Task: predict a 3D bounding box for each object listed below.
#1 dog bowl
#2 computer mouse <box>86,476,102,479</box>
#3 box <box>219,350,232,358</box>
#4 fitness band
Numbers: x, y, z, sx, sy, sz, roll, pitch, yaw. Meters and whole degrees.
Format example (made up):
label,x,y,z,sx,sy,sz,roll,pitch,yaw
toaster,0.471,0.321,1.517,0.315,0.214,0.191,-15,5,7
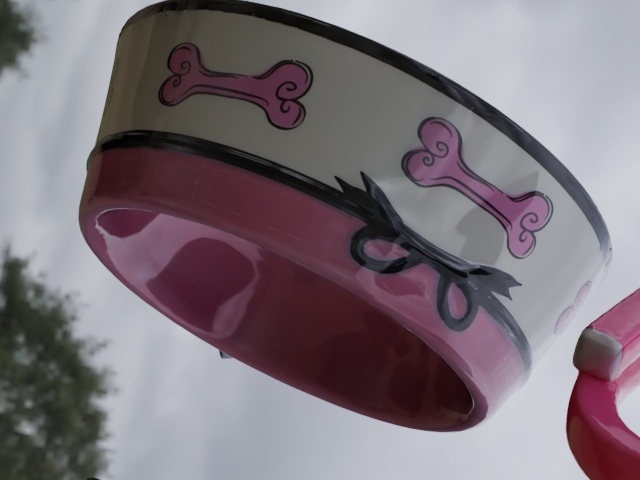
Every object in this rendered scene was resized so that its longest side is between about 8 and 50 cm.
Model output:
label,x,y,z,sx,sy,sz,roll,pitch,yaw
dog bowl,0.000,0.000,1.234,0.150,0.408,0.408,-64,-168,-18
computer mouse,-0.167,0.372,1.675,0.188,0.072,0.272,-7,-86,66
box,-0.085,0.041,1.803,0.137,0.072,0.126,-111,-162,-62
fitness band,0.261,0.085,0.912,0.209,0.291,0.054,25,-59,30
